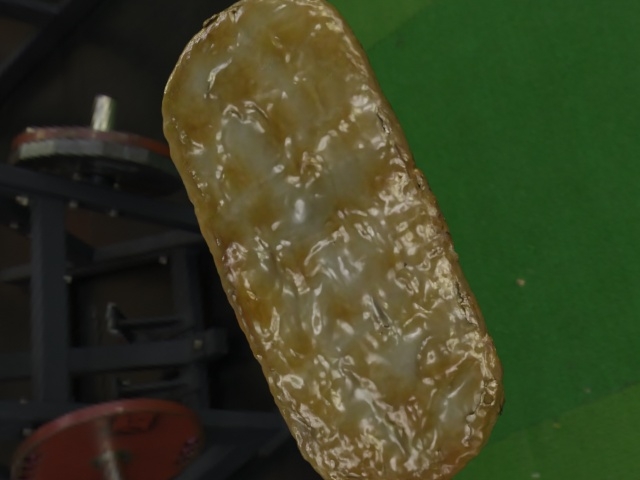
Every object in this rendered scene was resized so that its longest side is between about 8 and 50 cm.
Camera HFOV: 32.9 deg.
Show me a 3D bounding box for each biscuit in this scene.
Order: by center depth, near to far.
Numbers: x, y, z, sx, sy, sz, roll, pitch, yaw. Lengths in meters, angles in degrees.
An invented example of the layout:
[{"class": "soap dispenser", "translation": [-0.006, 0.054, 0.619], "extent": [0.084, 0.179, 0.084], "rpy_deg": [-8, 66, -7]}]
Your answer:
[{"class": "biscuit", "translation": [0.000, 0.000, 0.504], "extent": [0.118, 0.029, 0.247], "rpy_deg": [-31, 77, 32]}]
